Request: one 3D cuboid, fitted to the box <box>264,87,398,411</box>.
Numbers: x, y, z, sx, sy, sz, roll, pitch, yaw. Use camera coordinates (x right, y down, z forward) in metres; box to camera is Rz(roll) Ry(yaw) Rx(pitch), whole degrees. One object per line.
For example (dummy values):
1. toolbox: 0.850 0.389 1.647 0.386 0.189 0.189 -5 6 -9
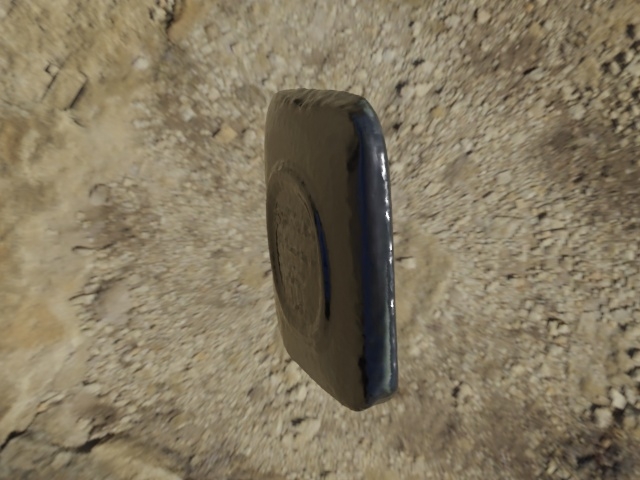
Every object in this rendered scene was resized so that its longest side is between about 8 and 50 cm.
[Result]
1. box: 0.000 0.000 0.717 0.042 0.212 0.201 -10 105 -17
